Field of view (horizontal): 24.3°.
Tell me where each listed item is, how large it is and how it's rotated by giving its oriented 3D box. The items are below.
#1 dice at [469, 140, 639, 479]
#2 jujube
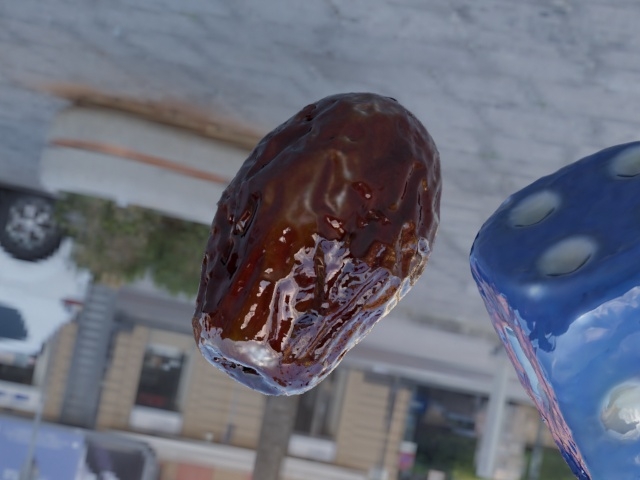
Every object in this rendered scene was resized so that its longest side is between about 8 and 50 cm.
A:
[{"bbox_3d":[0.170,0.039,0.784,0.146,0.143,0.146,-23,-154,2],"label":"dice"},{"bbox_3d":[0.000,0.000,1.351,0.197,0.290,0.197,27,162,9],"label":"jujube"}]
